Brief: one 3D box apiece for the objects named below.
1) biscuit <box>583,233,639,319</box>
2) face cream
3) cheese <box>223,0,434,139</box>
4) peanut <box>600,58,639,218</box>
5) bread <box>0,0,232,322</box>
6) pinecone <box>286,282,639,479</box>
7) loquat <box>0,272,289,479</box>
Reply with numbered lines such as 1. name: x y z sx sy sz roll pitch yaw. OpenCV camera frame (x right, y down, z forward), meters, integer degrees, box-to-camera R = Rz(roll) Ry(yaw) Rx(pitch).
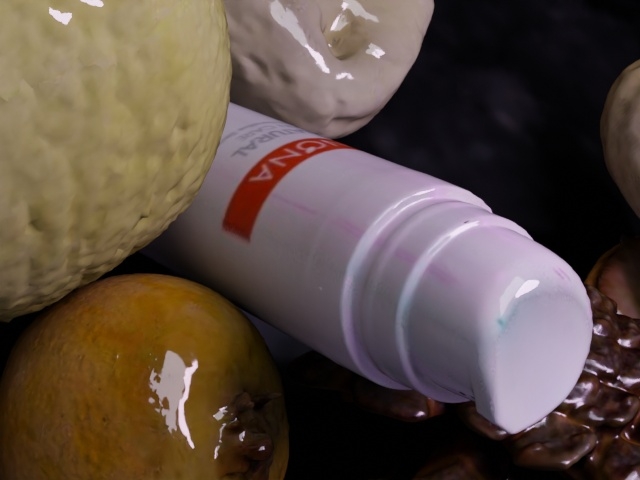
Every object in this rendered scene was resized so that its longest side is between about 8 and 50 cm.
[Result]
1. biscuit: 0.283 0.116 1.192 0.299 0.045 0.154 46 46 4
2. face cream: 0.000 0.000 0.926 0.102 0.102 0.345 -8 19 -35
3. cheese: -0.049 -0.179 1.172 0.263 0.093 0.159 45 48 4
4. peanut: 0.251 -0.005 1.153 0.101 0.117 0.263 -11 67 -15
5. bread: -0.193 -0.103 0.872 0.237 0.320 0.320 -24 73 -34
6. pinecone: 0.104 0.114 0.983 0.202 0.201 0.229 -37 45 -21
7. loquat: -0.086 0.091 0.916 0.137 0.163 0.163 48 29 -52
